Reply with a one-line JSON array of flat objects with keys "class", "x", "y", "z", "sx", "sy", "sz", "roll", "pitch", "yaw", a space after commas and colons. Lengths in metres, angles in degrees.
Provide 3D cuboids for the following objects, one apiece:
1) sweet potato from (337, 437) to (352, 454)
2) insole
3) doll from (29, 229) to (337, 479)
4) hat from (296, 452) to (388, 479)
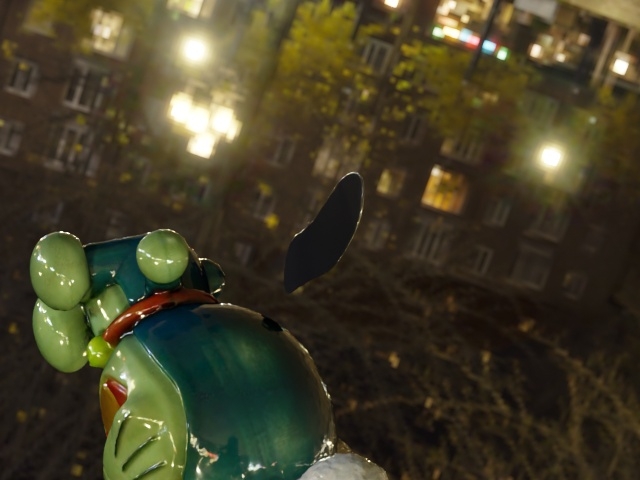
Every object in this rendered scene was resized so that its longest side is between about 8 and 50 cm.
[{"class": "sweet potato", "x": 0.014, "y": 0.308, "z": 1.492, "sx": 0.098, "sy": 0.310, "sz": 0.124, "roll": -23, "pitch": -153, "yaw": -14}, {"class": "insole", "x": 0.001, "y": 0.000, "z": 1.280, "sx": 0.003, "sy": 0.080, "sz": 0.232, "roll": 8, "pitch": 159, "yaw": -17}, {"class": "doll", "x": -0.102, "y": 0.117, "z": 1.076, "sx": 0.186, "sy": 0.198, "sz": 0.322, "roll": -19, "pitch": -120, "yaw": -22}, {"class": "hat", "x": -0.008, "y": 0.188, "z": 0.771, "sx": 0.112, "sy": 0.162, "sz": 0.093, "roll": 12, "pitch": -165, "yaw": -29}]
